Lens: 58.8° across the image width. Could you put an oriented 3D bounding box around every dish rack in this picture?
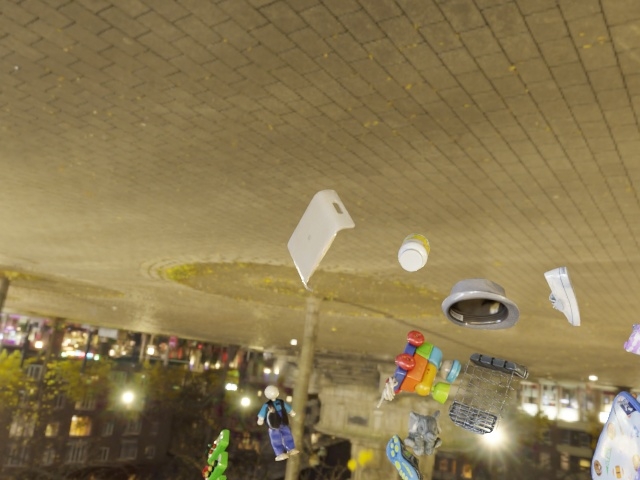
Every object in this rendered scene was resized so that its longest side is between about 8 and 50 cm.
[{"bbox_3d":[0.556,0.517,1.914,0.074,0.271,0.208,36,162,-32],"label":"dish rack"}]

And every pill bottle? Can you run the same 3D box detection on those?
[{"bbox_3d":[0.380,0.052,2.315,0.118,0.117,0.208,3,-165,14],"label":"pill bottle"}]

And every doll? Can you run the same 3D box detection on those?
[{"bbox_3d":[-0.112,0.483,1.525,0.129,0.189,0.046,-4,162,-46],"label":"doll"}]

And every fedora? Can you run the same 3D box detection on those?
[{"bbox_3d":[0.593,0.224,2.110,0.276,0.124,0.243,-2,139,18],"label":"fedora"}]

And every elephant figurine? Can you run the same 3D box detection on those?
[{"bbox_3d":[0.450,0.787,2.397,0.186,0.169,0.239,40,145,35],"label":"elephant figurine"}]

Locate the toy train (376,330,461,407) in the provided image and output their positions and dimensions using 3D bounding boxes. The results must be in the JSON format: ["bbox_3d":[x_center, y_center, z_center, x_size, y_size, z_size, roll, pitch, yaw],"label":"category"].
[{"bbox_3d":[0.226,0.326,1.282,0.143,0.248,0.105,25,125,10],"label":"toy train"}]

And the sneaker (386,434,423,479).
[{"bbox_3d":[0.283,0.737,1.906,0.078,0.067,0.188,29,-165,-33],"label":"sneaker"}]

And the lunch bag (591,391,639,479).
[{"bbox_3d":[0.724,0.501,1.263,0.115,0.303,0.243,4,-158,0],"label":"lunch bag"}]

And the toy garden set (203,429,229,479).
[{"bbox_3d":[-0.306,0.655,1.490,0.049,0.244,0.203,20,122,-18],"label":"toy garden set"}]

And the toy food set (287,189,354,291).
[{"bbox_3d":[0.000,0.000,1.987,0.092,0.219,0.306,12,123,-30],"label":"toy food set"}]

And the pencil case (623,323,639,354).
[{"bbox_3d":[0.905,0.302,1.481,0.206,0.086,0.088,31,137,28],"label":"pencil case"}]

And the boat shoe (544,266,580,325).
[{"bbox_3d":[0.852,0.200,2.000,0.084,0.095,0.258,-14,117,26],"label":"boat shoe"}]
